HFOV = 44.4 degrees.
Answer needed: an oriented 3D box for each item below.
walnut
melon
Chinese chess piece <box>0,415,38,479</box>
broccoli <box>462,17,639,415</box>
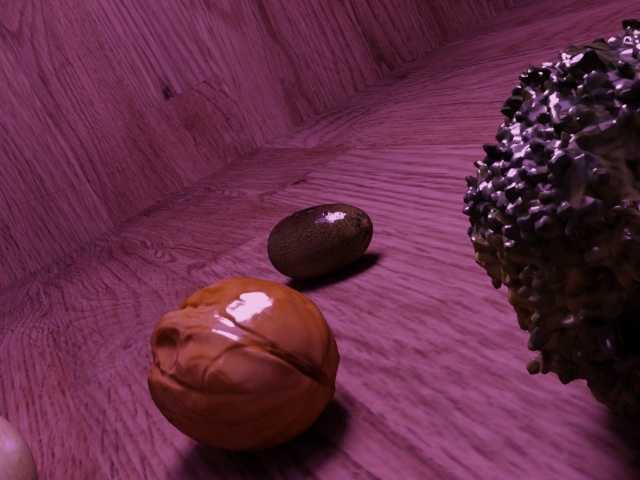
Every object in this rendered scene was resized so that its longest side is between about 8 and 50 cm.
[{"bbox_3d":[-0.074,0.112,0.722,0.206,0.159,0.159,-7,25,47],"label":"walnut"},{"bbox_3d":[0.000,0.000,1.055,0.162,0.099,0.099,-17,18,33],"label":"melon"},{"bbox_3d":[-0.428,0.284,0.829,0.250,0.101,0.250,-24,17,8],"label":"Chinese chess piece"},{"bbox_3d":[0.224,-0.010,0.488,0.288,0.260,0.235,-29,2,-15],"label":"broccoli"}]
